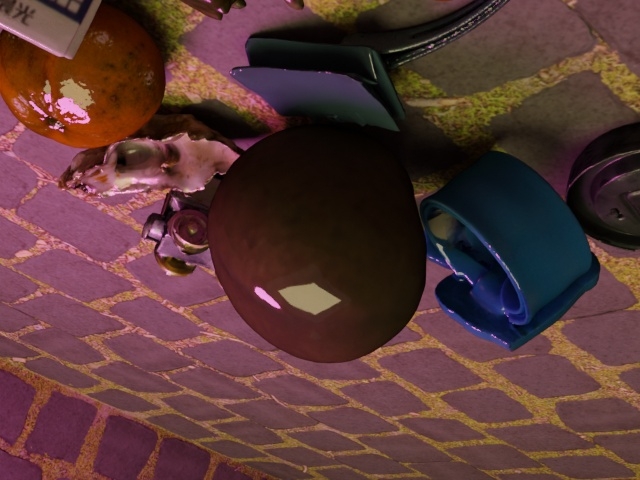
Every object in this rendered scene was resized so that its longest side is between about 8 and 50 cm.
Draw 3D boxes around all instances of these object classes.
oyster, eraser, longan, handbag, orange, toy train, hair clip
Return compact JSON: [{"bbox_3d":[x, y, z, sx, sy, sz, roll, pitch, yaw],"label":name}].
[{"bbox_3d":[-0.285,-0.140,1.332,0.341,0.110,0.166,-12,148,33],"label":"oyster"},{"bbox_3d":[-0.386,-0.322,0.908,0.279,0.124,0.081,23,-171,-39],"label":"eraser"},{"bbox_3d":[0.000,0.000,1.204,0.360,0.361,0.361,10,151,6],"label":"longan"},{"bbox_3d":[-0.001,-0.208,1.101,0.221,0.057,0.144,11,159,36],"label":"handbag"},{"bbox_3d":[-0.336,-0.227,1.132,0.240,0.171,0.240,9,149,5],"label":"orange"},{"bbox_3d":[-0.176,-0.015,1.432,0.260,0.178,0.134,20,150,-15],"label":"toy train"},{"bbox_3d":[0.154,-0.271,1.002,0.275,0.048,0.083,-20,127,37],"label":"hair clip"}]

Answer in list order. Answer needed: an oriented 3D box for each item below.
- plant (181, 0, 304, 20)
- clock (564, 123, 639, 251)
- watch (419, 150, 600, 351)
[{"bbox_3d":[-0.204,-0.317,0.854,0.333,0.180,0.251,-1,-176,11],"label":"plant"},{"bbox_3d":[0.501,-0.072,1.188,0.280,0.056,0.281,10,151,5],"label":"clock"},{"bbox_3d":[0.261,-0.017,1.237,0.305,0.241,0.274,43,168,35],"label":"watch"}]
